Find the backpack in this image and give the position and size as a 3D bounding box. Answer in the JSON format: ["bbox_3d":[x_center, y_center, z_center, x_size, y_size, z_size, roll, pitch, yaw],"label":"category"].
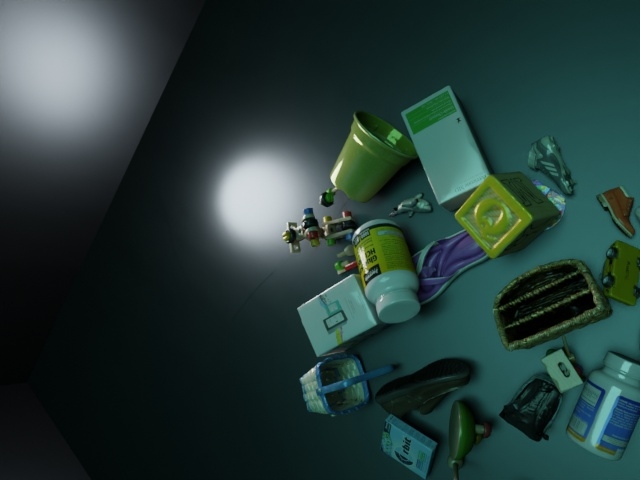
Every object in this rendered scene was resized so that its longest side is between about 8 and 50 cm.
[{"bbox_3d":[0.652,0.494,1.590,0.151,0.115,0.182,30,102,16],"label":"backpack"}]

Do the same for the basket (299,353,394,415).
[{"bbox_3d":[0.091,0.506,1.858,0.289,0.254,0.201,-38,64,43],"label":"basket"}]

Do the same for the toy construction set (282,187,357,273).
[{"bbox_3d":[0.000,0.000,2.018,0.237,0.257,0.309,-29,93,44],"label":"toy construction set"}]

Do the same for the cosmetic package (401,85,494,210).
[{"bbox_3d":[0.443,-0.307,1.785,0.196,0.155,0.366,-27,70,23],"label":"cosmetic package"}]

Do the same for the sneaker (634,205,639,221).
[{"bbox_3d":[0.960,0.000,1.487,0.094,0.080,0.212,-49,64,31],"label":"sneaker"}]

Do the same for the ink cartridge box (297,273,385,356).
[{"bbox_3d":[0.098,0.271,1.903,0.270,0.198,0.197,-34,69,25],"label":"ink cartridge box"}]

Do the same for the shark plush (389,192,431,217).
[{"bbox_3d":[0.319,-0.111,1.899,0.161,0.073,0.067,-22,104,23],"label":"shark plush"}]

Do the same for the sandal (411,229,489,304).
[{"bbox_3d":[0.405,0.076,1.793,0.416,0.102,0.170,-41,64,23],"label":"sandal"}]

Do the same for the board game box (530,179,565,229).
[{"bbox_3d":[0.695,-0.116,1.680,0.168,0.033,0.133,41,106,28],"label":"board game box"}]

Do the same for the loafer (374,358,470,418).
[{"bbox_3d":[0.361,0.511,1.775,0.365,0.133,0.130,-31,93,35],"label":"loafer"}]

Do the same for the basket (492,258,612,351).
[{"bbox_3d":[0.664,0.178,1.547,0.299,0.223,0.214,-32,64,28],"label":"basket"}]

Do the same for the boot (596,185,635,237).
[{"bbox_3d":[0.896,-0.087,1.543,0.084,0.059,0.158,-30,69,20],"label":"boot"}]

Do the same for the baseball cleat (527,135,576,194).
[{"bbox_3d":[0.729,-0.227,1.662,0.109,0.072,0.206,-27,66,41],"label":"baseball cleat"}]

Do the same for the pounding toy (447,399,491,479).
[{"bbox_3d":[0.478,0.638,1.670,0.110,0.183,0.237,6,88,5],"label":"pounding toy"}]

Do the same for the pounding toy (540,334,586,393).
[{"bbox_3d":[0.725,0.362,1.551,0.100,0.130,0.141,-35,68,23],"label":"pounding toy"}]

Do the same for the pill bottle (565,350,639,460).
[{"bbox_3d":[0.817,0.459,1.473,0.152,0.152,0.272,24,97,31],"label":"pill bottle"}]

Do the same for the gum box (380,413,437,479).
[{"bbox_3d":[0.298,0.703,1.784,0.184,0.041,0.157,26,129,31],"label":"gum box"}]

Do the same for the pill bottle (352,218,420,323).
[{"bbox_3d":[0.228,0.104,1.789,0.187,0.187,0.334,-34,46,24],"label":"pill bottle"}]

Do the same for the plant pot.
[{"bbox_3d":[0.173,-0.287,1.904,0.276,0.276,0.254,49,120,26],"label":"plant pot"}]

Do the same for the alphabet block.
[{"bbox_3d":[0.578,-0.082,1.623,0.193,0.197,0.192,53,130,26],"label":"alphabet block"}]

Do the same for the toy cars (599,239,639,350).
[{"bbox_3d":[0.896,0.194,1.481,0.176,0.087,0.394,-16,71,-17],"label":"toy cars"}]
